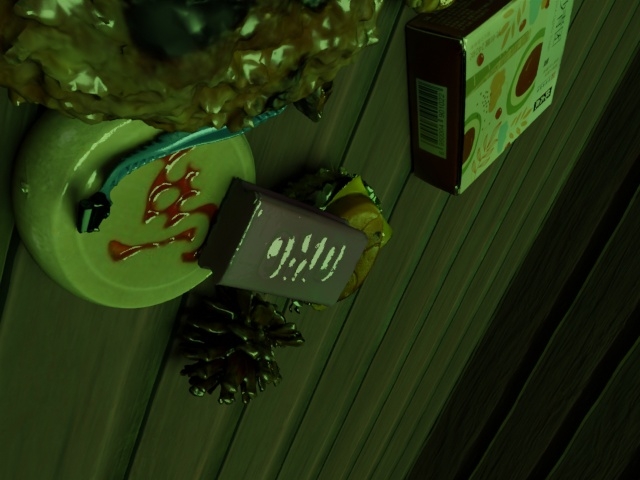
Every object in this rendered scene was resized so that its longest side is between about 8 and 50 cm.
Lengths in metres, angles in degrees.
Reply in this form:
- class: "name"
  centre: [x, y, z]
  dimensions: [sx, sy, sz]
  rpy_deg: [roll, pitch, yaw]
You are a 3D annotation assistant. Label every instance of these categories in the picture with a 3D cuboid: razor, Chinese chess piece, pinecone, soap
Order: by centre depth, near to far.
- class: "razor"
  centre: [-0.128, -0.094, 0.481]
  dimensions: [0.253, 0.042, 0.082]
  rpy_deg: [-39, -175, -29]
- class: "Chinese chess piece"
  centre: [-0.198, -0.051, 0.556]
  dimensions: [0.273, 0.102, 0.274]
  rpy_deg: [-32, 139, -33]
- class: "soap"
  centre: [-0.041, 0.010, 0.628]
  dimensions: [0.203, 0.065, 0.122]
  rpy_deg: [17, 103, -44]
- class: "pinecone"
  centre: [-0.130, 0.163, 0.759]
  dimensions: [0.195, 0.179, 0.150]
  rpy_deg: [-46, -173, 8]

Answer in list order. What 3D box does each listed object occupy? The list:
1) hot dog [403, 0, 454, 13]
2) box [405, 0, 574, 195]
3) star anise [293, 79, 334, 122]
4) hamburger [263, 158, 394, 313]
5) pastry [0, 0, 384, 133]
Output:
- class: "hot dog"
  centre: [0.178, -0.497, 0.673]
  dimensions: [0.135, 0.100, 0.338]
  rpy_deg: [-33, 142, -44]
- class: "box"
  centre: [0.343, -0.342, 0.985]
  dimensions: [0.385, 0.122, 0.345]
  rpy_deg: [-42, 143, -22]
- class: "star anise"
  centre: [-0.018, -0.278, 0.612]
  dimensions: [0.214, 0.098, 0.220]
  rpy_deg: [1, 112, -68]
- class: "hamburger"
  centre: [0.000, 0.000, 0.815]
  dimensions: [0.262, 0.138, 0.243]
  rpy_deg: [-51, 144, -10]
- class: "pastry"
  centre: [-0.090, -0.257, 0.351]
  dimensions: [0.337, 0.292, 0.405]
  rpy_deg: [21, 104, -56]
